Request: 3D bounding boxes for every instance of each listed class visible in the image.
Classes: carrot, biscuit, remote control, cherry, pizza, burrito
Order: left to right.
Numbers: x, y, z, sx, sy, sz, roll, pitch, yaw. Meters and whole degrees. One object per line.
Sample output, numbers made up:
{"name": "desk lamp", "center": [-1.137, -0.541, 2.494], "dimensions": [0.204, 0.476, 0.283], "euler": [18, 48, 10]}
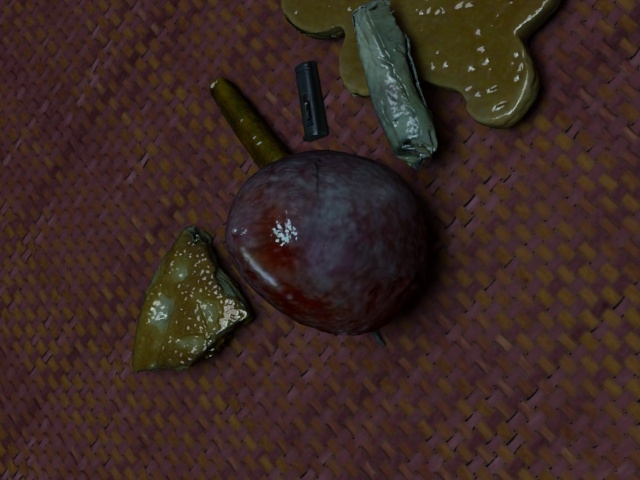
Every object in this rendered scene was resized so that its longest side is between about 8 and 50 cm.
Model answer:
{"name": "pizza", "center": [-0.140, 0.076, 1.344], "dimensions": [0.161, 0.062, 0.182], "euler": [7, 83, 39]}
{"name": "carrot", "center": [-0.077, -0.125, 1.339], "dimensions": [0.042, 0.042, 0.171], "euler": [-46, 60, 19]}
{"name": "remote control", "center": [-0.013, -0.159, 1.316], "dimensions": [0.034, 0.016, 0.091], "euler": [-18, 74, 34]}
{"name": "cherry", "center": [0.000, 0.000, 1.152], "dimensions": [0.175, 0.249, 0.192], "euler": [-21, 71, 37]}
{"name": "burrito", "center": [0.077, -0.161, 1.190], "dimensions": [0.058, 0.045, 0.188], "euler": [-32, 68, 52]}
{"name": "biscuit", "center": [0.098, -0.250, 1.241], "dimensions": [0.339, 0.047, 0.216], "euler": [17, 92, 33]}
